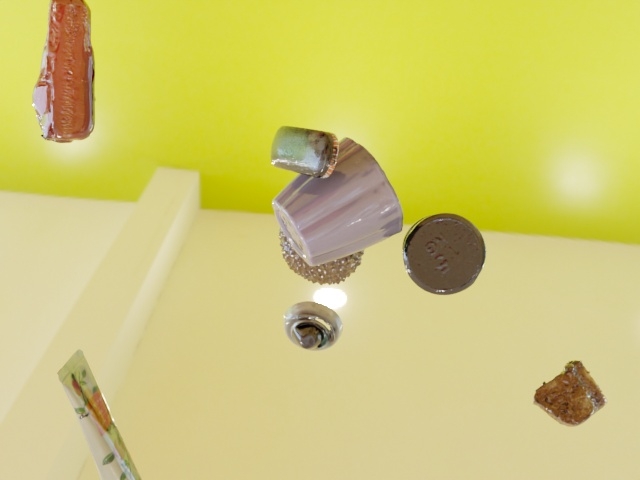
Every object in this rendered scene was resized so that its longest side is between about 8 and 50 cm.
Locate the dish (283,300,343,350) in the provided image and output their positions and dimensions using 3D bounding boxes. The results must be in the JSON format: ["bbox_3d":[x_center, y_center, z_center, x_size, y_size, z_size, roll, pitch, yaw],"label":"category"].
[{"bbox_3d":[-0.023,0.215,1.811,0.141,0.141,0.078,8,-143,6],"label":"dish"}]

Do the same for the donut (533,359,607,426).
[{"bbox_3d":[0.548,0.342,1.746,0.126,0.144,0.186,45,179,24],"label":"donut"}]

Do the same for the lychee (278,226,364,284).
[{"bbox_3d":[0.000,0.000,2.241,0.267,0.267,0.267,4,-153,-2],"label":"lychee"}]

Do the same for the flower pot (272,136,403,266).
[{"bbox_3d":[0.032,-0.071,1.888,0.243,0.265,0.265,-34,-141,-13],"label":"flower pot"}]

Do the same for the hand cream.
[{"bbox_3d":[-0.290,0.262,1.058,0.050,0.234,0.080,-16,-165,9],"label":"hand cream"}]

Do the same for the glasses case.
[{"bbox_3d":[-0.039,-0.200,1.775,0.067,0.103,0.267,7,-172,-31],"label":"glasses case"}]

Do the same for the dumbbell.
[{"bbox_3d":[0.316,0.030,2.083,0.204,0.203,0.322,7,-178,5],"label":"dumbbell"}]

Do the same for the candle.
[{"bbox_3d":[-0.222,-0.165,0.688,0.053,0.162,0.048,4,-174,2],"label":"candle"}]
